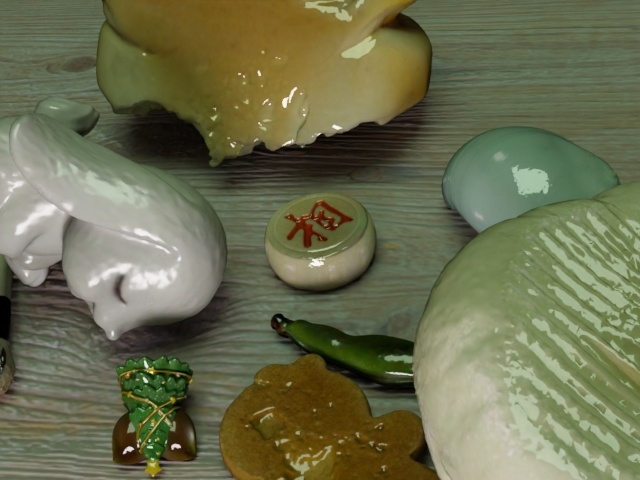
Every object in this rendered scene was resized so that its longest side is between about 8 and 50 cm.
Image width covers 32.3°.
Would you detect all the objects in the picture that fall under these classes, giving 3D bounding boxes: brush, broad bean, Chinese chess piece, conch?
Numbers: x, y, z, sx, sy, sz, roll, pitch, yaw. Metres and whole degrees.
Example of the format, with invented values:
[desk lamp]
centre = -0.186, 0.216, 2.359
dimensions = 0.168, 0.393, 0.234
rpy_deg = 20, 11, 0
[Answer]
[brush]
centre = -0.350, 0.058, 1.215
dimensions = 0.039, 0.042, 0.299
rpy_deg = -17, 39, 2
[broad bean]
centre = 0.077, 0.114, 1.054
dimensions = 0.298, 0.043, 0.060
rpy_deg = 8, 34, 22
[Chinese chess piece]
centre = 0.000, 0.000, 1.196
dimensions = 0.122, 0.051, 0.122
rpy_deg = -6, 41, 5
[conch]
centre = 0.225, -0.060, 1.184
dimensions = 0.185, 0.121, 0.221
rpy_deg = -2, 25, -37

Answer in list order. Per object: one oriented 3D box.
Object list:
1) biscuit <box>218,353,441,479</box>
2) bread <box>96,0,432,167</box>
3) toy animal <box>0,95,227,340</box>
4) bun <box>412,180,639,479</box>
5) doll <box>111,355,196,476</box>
[biscuit]
centre = 0.002, 0.196, 0.981
dimensions = 0.184, 0.035, 0.249
rpy_deg = -29, 43, -22
[bread]
centre = -0.075, -0.255, 1.357
dimensions = 0.424, 0.245, 0.329
rpy_deg = 6, 43, 14
[toy animal]
centre = -0.219, -0.018, 1.142
dimensions = 0.265, 0.271, 0.206
rpy_deg = 25, 76, 19
[bun]
centre = 0.237, 0.135, 0.862
dimensions = 0.365, 0.219, 0.365
rpy_deg = 7, 47, -7
[doll]
centre = -0.156, 0.156, 1.031
dimensions = 0.078, 0.076, 0.113
rpy_deg = -2, 41, -4
